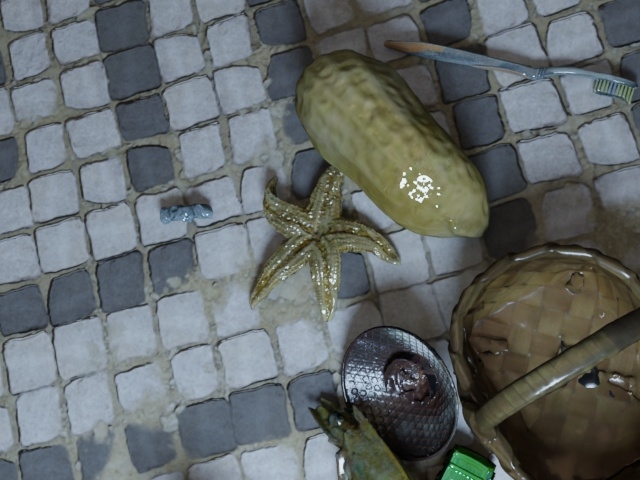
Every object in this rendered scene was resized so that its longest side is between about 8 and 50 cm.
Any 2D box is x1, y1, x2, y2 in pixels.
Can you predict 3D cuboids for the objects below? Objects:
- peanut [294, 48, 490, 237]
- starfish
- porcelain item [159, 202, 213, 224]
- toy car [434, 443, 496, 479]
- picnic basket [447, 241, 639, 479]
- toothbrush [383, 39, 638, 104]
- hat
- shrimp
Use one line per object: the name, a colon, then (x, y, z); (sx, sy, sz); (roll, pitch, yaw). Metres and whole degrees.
peanut: (0.097, -0.128, 1.367); (0.158, 0.174, 0.340); (-35, 69, -12)
starfish: (0.000, 0.000, 1.432); (0.236, 0.062, 0.277); (34, 81, 11)
porcelain item: (-0.201, -0.041, 1.483); (0.083, 0.036, 0.028); (-5, 82, 15)
toy car: (0.172, 0.356, 1.302); (0.071, 0.062, 0.165); (26, 84, 15)
picnic basket: (0.307, 0.154, 1.191); (0.293, 0.337, 0.337); (-30, 73, 1)
toothbrush: (0.274, -0.257, 1.441); (0.375, 0.028, 0.037); (15, 88, 14)
hat: (0.126, 0.199, 1.345); (0.193, 0.082, 0.193); (12, 110, 36)
shrimp: (0.063, 0.348, 1.309); (0.168, 0.077, 0.317); (-56, 48, 29)
